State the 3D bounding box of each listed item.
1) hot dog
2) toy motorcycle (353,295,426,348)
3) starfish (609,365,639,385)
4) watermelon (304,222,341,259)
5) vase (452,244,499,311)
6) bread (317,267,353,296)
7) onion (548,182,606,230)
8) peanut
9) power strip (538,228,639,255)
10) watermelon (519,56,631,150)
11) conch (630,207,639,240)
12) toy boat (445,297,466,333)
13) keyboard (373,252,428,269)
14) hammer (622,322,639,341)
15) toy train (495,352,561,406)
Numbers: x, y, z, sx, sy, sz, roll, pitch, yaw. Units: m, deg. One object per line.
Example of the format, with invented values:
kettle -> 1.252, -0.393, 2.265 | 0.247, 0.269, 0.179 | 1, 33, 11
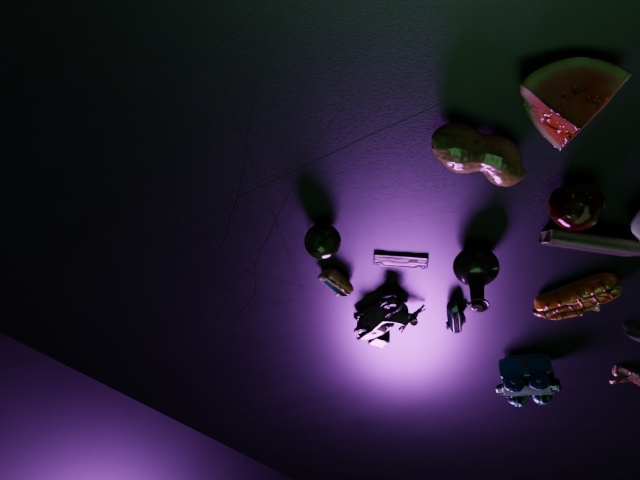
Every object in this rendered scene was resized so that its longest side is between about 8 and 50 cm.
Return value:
hot dog -> 0.704, 0.166, 1.476 | 0.250, 0.076, 0.104 | -30, 125, 35
toy motorcycle -> 0.203, 0.248, 1.678 | 0.157, 0.091, 0.263 | 19, 141, -21
starfish -> 1.048, 0.440, 1.738 | 0.209, 0.053, 0.150 | -5, 149, 12
watermelon -> 0.001, 0.001, 1.437 | 0.108, 0.109, 0.109 | 7, 139, 6
vase -> 0.405, 0.102, 1.390 | 0.120, 0.183, 0.120 | 7, 140, 6
bread -> 0.051, 0.125, 1.600 | 0.106, 0.053, 0.072 | 38, 156, -24
onion -> 0.578, -0.074, 1.206 | 0.117, 0.119, 0.119 | 10, 145, 37
peanut -> 0.344, -0.183, 1.152 | 0.229, 0.098, 0.103 | 19, 180, -7
power strip -> 0.676, 0.009, 1.306 | 0.267, 0.035, 0.092 | 8, 176, 4
watermelon -> 0.481, -0.261, 1.041 | 0.192, 0.137, 0.145 | 0, 173, 13
conch -> 0.800, -0.073, 1.171 | 0.143, 0.137, 0.251 | 34, 120, 14
toy boat -> 0.408, 0.223, 1.622 | 0.060, 0.055, 0.141 | -19, 134, -1
keyboard -> 0.226, 0.058, 1.513 | 0.155, 0.010, 0.053 | 5, 138, 8
hammer -> 0.960, 0.217, 1.499 | 0.158, 0.041, 0.227 | 4, 139, 6
toy train -> 0.671, 0.448, 1.741 | 0.197, 0.154, 0.107 | -11, 131, 23
